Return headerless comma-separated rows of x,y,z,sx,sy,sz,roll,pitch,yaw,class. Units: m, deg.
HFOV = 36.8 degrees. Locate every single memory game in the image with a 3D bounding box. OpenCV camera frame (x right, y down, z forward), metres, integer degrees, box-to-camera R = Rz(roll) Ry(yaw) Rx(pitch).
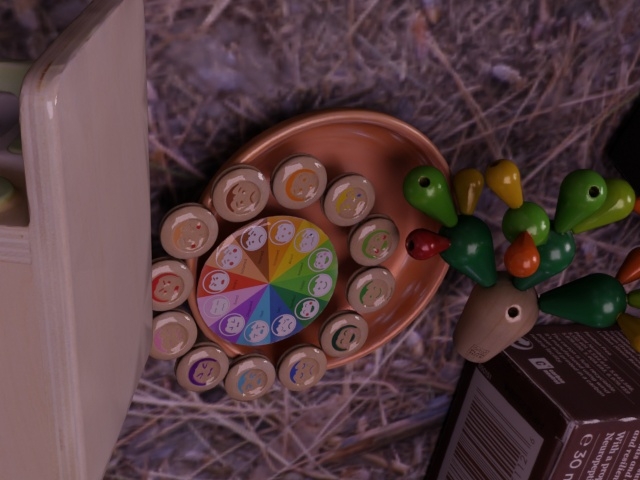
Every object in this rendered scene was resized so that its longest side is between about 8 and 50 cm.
-0.031,0.029,0.627,0.186,0.012,0.186,-12,123,-19,memory game

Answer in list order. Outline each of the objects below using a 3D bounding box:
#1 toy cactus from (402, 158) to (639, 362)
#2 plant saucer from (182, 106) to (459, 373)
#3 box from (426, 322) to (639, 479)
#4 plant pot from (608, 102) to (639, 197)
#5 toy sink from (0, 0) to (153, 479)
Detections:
0.146,0.029,0.646,0.219,0.112,0.180,14,136,-13,toy cactus
0.000,0.000,0.656,0.199,0.037,0.200,-11,122,-19,plant saucer
0.298,0.184,0.846,0.381,0.143,0.191,0,118,-27,box
0.330,-0.049,0.705,0.167,0.188,0.187,-38,129,18,plant pot
-0.167,-0.001,0.484,0.131,0.153,0.234,5,121,1,toy sink
